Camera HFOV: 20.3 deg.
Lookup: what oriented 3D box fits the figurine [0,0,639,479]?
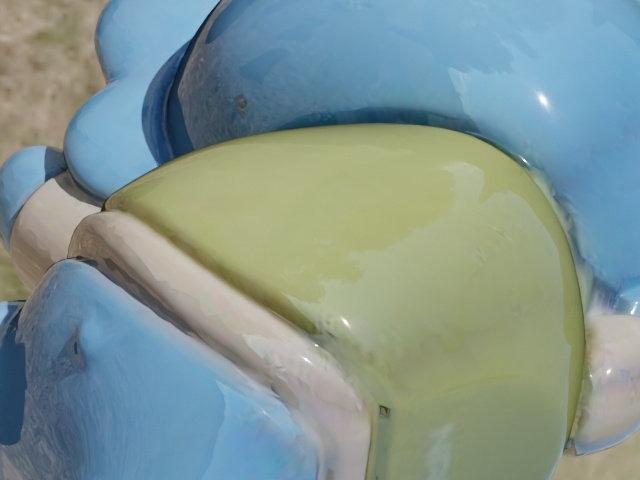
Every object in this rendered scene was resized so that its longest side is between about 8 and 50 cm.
[{"bbox_3d":[0.001,-0.002,0.422,0.262,0.180,0.153,-31,115,-36],"label":"figurine"}]
